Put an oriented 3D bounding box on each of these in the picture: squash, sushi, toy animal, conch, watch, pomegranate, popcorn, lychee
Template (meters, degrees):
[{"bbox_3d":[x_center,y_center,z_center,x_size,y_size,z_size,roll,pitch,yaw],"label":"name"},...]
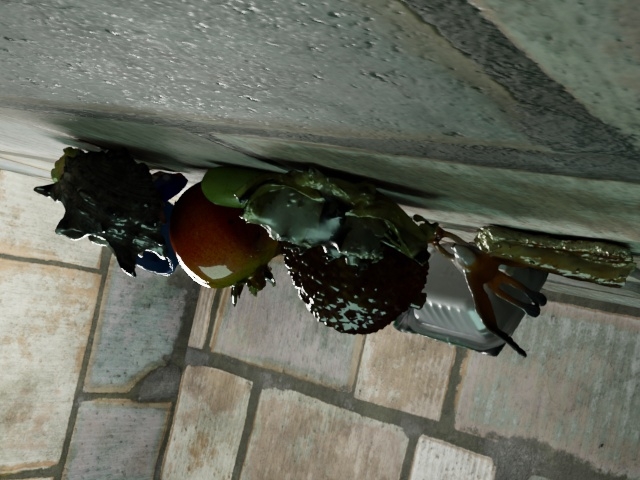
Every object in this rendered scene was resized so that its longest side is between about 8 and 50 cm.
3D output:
[{"bbox_3d":[-0.102,-0.079,1.380,0.201,0.066,0.066,11,177,22],"label":"squash"},{"bbox_3d":[0.022,-0.030,1.213,0.291,0.131,0.139,20,179,-2],"label":"sushi"},{"bbox_3d":[0.338,0.054,1.691,0.302,0.225,0.284,34,-179,3],"label":"toy animal"},{"bbox_3d":[-0.359,-0.051,1.543,0.240,0.186,0.313,44,173,-39],"label":"conch"},{"bbox_3d":[-0.349,-0.030,1.812,0.196,0.171,0.200,13,144,48],"label":"watch"},{"bbox_3d":[-0.169,-0.004,1.575,0.210,0.235,0.210,-27,176,-2],"label":"pomegranate"},{"bbox_3d":[-0.468,-0.133,1.697,0.089,0.109,0.097,43,150,20],"label":"popcorn"},{"bbox_3d":[0.055,0.035,1.426,0.271,0.236,0.236,37,180,6],"label":"lychee"}]

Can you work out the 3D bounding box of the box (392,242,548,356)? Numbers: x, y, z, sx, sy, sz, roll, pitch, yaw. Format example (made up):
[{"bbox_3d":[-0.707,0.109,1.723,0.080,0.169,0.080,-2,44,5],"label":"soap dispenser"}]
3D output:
[{"bbox_3d":[0.323,0.104,1.971,0.106,0.264,0.337,47,159,-29],"label":"box"}]

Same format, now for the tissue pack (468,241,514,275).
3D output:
[{"bbox_3d":[0.362,0.039,1.831,0.094,0.058,0.074,10,175,29],"label":"tissue pack"}]

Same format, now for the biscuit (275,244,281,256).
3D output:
[{"bbox_3d":[-0.096,-0.003,2.260,0.026,0.175,0.124,55,175,14],"label":"biscuit"}]

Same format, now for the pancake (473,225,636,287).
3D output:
[{"bbox_3d":[0.398,0.026,1.393,0.266,0.057,0.244,14,177,-9],"label":"pancake"}]
